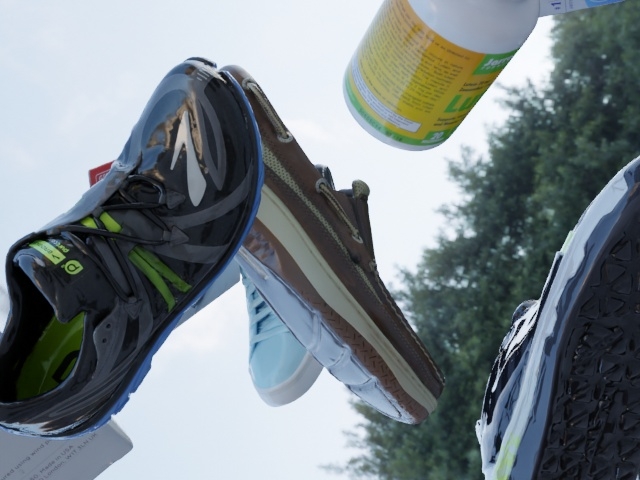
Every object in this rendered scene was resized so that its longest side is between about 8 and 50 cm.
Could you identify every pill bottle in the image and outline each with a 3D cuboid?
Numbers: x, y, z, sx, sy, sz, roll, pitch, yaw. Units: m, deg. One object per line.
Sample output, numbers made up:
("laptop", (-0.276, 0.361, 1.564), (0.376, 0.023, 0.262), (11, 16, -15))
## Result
("pill bottle", (0.124, -0.207, 0.841), (0.136, 0.136, 0.245), (-34, -12, -34))

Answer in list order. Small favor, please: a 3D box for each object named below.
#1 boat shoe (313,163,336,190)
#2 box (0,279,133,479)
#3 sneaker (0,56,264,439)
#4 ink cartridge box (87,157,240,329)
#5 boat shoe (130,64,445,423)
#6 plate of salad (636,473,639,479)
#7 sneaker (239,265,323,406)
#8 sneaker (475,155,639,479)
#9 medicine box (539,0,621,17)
("boat shoe", (0.042, 0.011, 1.470), (0.114, 0.091, 0.302), (-38, -64, -73))
("box", (-0.260, 0.120, 0.583), (0.181, 0.119, 0.182), (-40, -51, -7))
("sneaker", (-0.087, 0.007, 0.379), (0.188, 0.067, 0.078), (-59, -21, 3))
("ink cartridge box", (-0.213, -0.011, 1.264), (0.296, 0.066, 0.261), (-39, -45, -58))
("boat shoe", (0.003, -0.001, 0.541), (0.095, 0.095, 0.257), (-45, -76, -19))
("plate of salad", (0.279, 0.191, 0.910), (0.048, 0.200, 0.200), (-14, -61, -3))
("sneaker", (-0.074, 0.066, 1.259), (0.150, 0.135, 0.366), (45, -151, -32))
("sneaker", (0.119, 0.048, 0.428), (0.084, 0.097, 0.234), (4, -59, -17))
("medicine box", (0.237, -0.421, 1.120), (0.263, 0.289, 0.149), (57, -151, -55))
